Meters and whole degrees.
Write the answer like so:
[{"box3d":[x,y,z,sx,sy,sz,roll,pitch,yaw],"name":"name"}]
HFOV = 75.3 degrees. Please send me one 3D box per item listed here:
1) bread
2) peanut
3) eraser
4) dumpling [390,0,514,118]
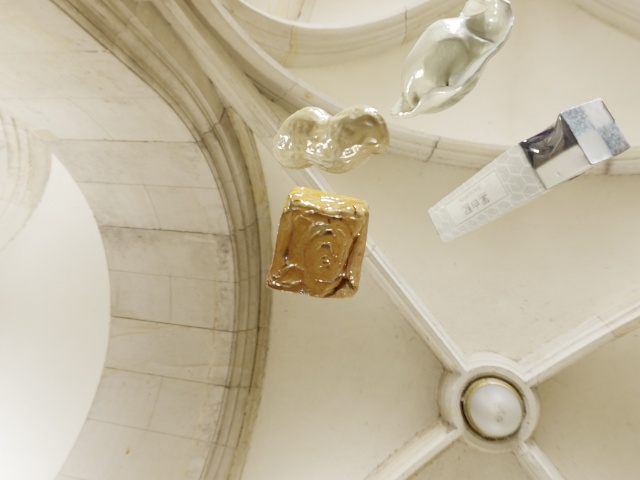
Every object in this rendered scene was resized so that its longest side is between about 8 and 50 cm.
[{"box3d":[0.000,0.000,0.664,0.149,0.143,0.158,6,-70,1],"name":"bread"},{"box3d":[0.009,-0.127,0.522,0.187,0.082,0.082,15,-97,45],"name":"peanut"},{"box3d":[0.348,-0.101,0.777,0.098,0.404,0.096,-22,-99,-18],"name":"eraser"},{"box3d":[0.307,-0.388,0.942,0.318,0.187,0.243,-58,-150,19],"name":"dumpling"}]
